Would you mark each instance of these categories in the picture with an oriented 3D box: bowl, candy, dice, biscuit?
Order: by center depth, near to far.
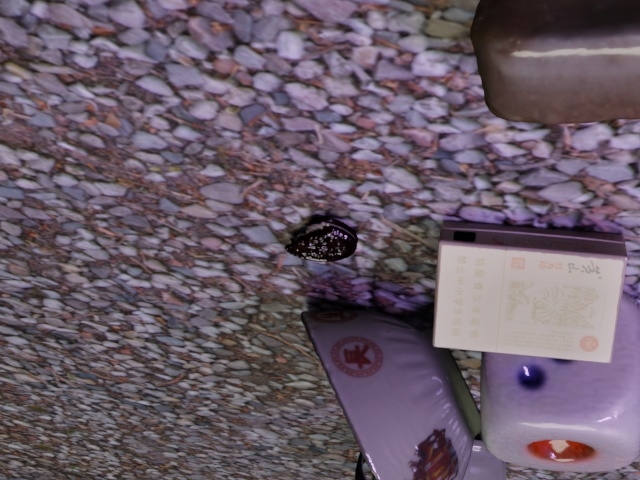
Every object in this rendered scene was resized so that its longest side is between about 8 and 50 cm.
[{"bbox_3d":[0.232,-0.151,0.810,0.234,0.102,0.104,1,152,17],"label":"candy"},{"bbox_3d":[0.000,0.000,1.262,0.089,0.027,0.087,1,153,15],"label":"biscuit"},{"bbox_3d":[0.295,0.169,1.326,0.193,0.192,0.194,2,151,15],"label":"dice"},{"bbox_3d":[0.114,0.212,1.417,0.157,0.337,0.337,-26,149,0],"label":"bowl"}]

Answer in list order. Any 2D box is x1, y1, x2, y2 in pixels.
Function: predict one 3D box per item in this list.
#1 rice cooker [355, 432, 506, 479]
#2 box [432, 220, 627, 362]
[{"bbox_3d":[0.179,0.394,1.795,0.244,0.226,0.226,7,154,-1],"label":"rice cooker"},{"bbox_3d":[0.227,0.057,1.199,0.201,0.058,0.141,4,117,9],"label":"box"}]
